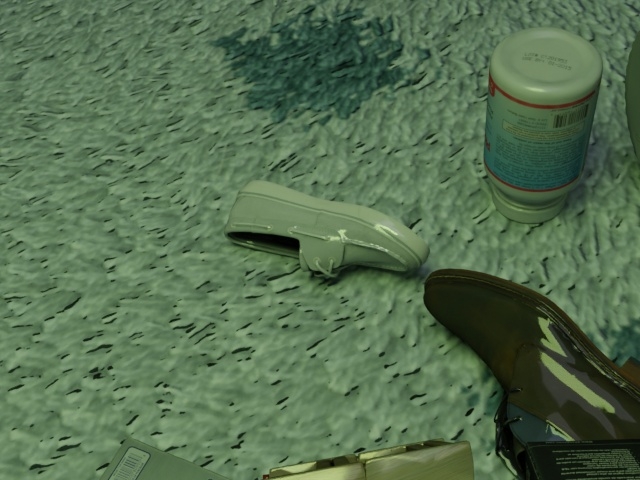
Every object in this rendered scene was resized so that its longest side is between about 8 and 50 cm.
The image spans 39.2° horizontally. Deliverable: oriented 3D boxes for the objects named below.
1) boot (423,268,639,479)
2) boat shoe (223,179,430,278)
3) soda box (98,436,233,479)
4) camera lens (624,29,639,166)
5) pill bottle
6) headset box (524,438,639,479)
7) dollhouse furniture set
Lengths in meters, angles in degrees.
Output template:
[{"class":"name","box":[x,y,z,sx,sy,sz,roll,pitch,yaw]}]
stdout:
[{"class":"boot","box":[0.144,0.104,0.645,0.219,0.082,0.106,31,56,26]},{"class":"boat shoe","box":[0.000,0.000,0.766,0.184,0.066,0.063,20,68,19]},{"class":"soda box","box":[-0.142,0.268,0.524,0.091,0.098,0.286,17,54,18]},{"class":"camera lens","box":[0.419,-0.124,0.720,0.274,0.219,0.219,-17,50,-8]},{"class":"pill bottle","box":[0.182,-0.091,0.757,0.087,0.160,0.087,-3,49,3]},{"class":"headset box","box":[0.240,0.208,0.418,0.246,0.131,0.283,-3,13,2]},{"class":"dollhouse furniture set","box":[0.037,0.225,0.550,0.129,0.129,0.184,-10,79,-1]}]
